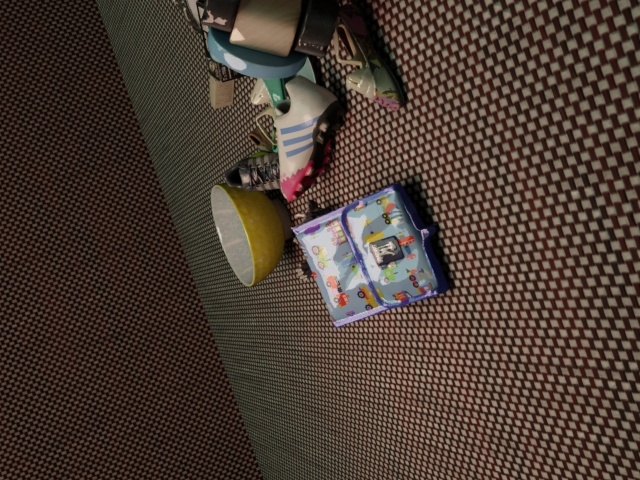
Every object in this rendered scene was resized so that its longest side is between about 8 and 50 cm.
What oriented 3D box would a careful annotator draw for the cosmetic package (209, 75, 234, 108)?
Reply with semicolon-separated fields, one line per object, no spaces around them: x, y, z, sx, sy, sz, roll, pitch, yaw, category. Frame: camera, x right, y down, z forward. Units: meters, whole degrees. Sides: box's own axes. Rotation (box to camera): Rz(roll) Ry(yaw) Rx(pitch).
-0.271;-0.418;2.442;0.041;0.060;0.115;62;157;26;cosmetic package

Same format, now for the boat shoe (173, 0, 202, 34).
-0.296;-0.571;2.130;0.119;0.121;0.335;22;162;12;boat shoe

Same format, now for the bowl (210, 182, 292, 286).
-0.169;-0.036;2.387;0.289;0.156;0.289;53;154;39;bowl

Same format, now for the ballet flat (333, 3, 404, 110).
0.071;-0.321;1.594;0.221;0.079;0.077;66;160;11;ballet flat

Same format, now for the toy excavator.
-0.123;-0.433;1.716;0.445;0.222;0.433;121;158;-56;toy excavator

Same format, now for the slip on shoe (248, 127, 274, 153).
-0.141;-0.239;2.290;0.135;0.041;0.051;58;157;32;slip on shoe

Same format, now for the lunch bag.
0.119;0.021;1.722;0.293;0.138;0.221;-22;91;48;lunch bag

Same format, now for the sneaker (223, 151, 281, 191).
-0.128;-0.162;2.173;0.300;0.121;0.111;-5;105;56;sneaker

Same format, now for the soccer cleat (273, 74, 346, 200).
-0.044;-0.222;1.918;0.143;0.116;0.331;41;145;12;soccer cleat

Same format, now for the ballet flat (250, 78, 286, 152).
-0.110;-0.303;2.006;0.083;0.087;0.247;-124;16;-60;ballet flat

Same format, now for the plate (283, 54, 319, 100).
-0.041;-0.356;1.942;0.188;0.024;0.188;52;154;39;plate

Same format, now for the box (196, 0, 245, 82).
-0.191;-0.473;2.046;0.077;0.147;0.180;41;146;53;box

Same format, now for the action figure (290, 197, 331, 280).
0.000;0.000;2.002;0.276;0.141;0.164;24;132;60;action figure
